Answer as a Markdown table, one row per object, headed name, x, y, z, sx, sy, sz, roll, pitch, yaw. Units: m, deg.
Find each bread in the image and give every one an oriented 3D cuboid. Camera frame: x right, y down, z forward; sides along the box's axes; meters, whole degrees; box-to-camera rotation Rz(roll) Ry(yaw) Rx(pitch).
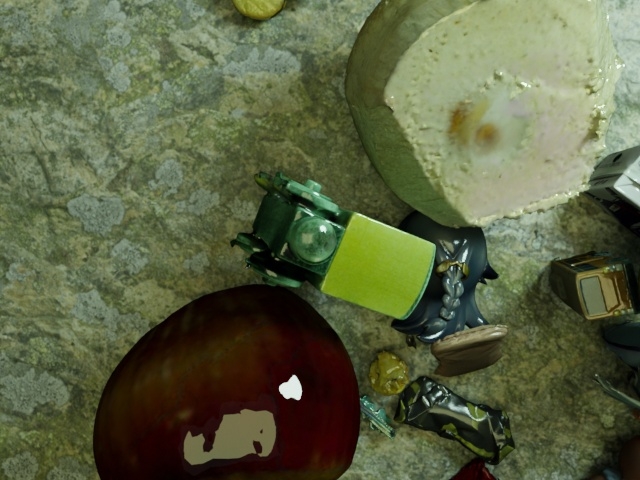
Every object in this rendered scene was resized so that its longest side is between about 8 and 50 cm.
| name | x | y | z | sx | sy | sz | roll | pitch | yaw |
| --- | --- | --- | --- | --- | --- | --- | --- | --- | --- |
| bread | -0.086 | -0.494 | 0.924 | 0.188 | 0.065 | 0.149 | 13 | 104 | 2 |

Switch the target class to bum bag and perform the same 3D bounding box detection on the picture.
| name | x | y | z | sx | sy | sz | roll | pitch | yaw |
| --- | --- | --- | --- | --- | --- | --- | --- | --- | --- |
| bum bag | 0.261 | 0.343 | 0.919 | 0.233 | 0.060 | 0.106 | 22 | 88 | 4 |

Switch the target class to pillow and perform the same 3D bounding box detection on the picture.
| name | x | y | z | sx | sy | sz | roll | pitch | yaw |
| --- | --- | --- | --- | --- | --- | --- | --- | --- | --- |
| pillow | 0.264 | 0.199 | 0.855 | 0.135 | 0.211 | 0.034 | -14 | 58 | 7 |

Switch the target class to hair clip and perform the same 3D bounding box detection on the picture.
| name | x | y | z | sx | sy | sz | roll | pitch | yaw |
| --- | --- | --- | --- | --- | --- | --- | --- | --- | --- |
| hair clip | 0.081 | 0.322 | 0.945 | 0.173 | 0.049 | 0.049 | 42 | 95 | -2 |

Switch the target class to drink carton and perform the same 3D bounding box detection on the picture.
| name | x | y | z | sx | sy | sz | roll | pitch | yaw |
| --- | --- | --- | --- | --- | --- | --- | --- | --- | --- |
| drink carton | 0.593 | -0.062 | 0.837 | 0.222 | 0.134 | 0.102 | 39 | 97 | 3 |

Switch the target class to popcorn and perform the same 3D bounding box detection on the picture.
| name | x | y | z | sx | sy | sz | roll | pitch | yaw |
| --- | --- | --- | --- | --- | --- | --- | --- | --- | --- |
| popcorn | 0.142 | 0.259 | 0.934 | 0.084 | 0.084 | 0.084 | 0 | 92 | 5 |

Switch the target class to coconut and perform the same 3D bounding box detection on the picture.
| name | x | y | z | sx | sy | sz | roll | pitch | yaw |
| --- | --- | --- | --- | --- | --- | --- | --- | --- | --- |
| coconut | 0.228 | -0.245 | 0.769 | 0.405 | 0.404 | 0.404 | 0 | 92 | 5 |

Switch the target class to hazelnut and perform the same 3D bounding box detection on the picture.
| name | x | y | z | sx | sy | sz | roll | pitch | yaw |
| --- | --- | --- | --- | --- | --- | --- | --- | --- | --- |
| hazelnut | -0.139 | 0.289 | 0.816 | 0.429 | 0.402 | 0.402 | -31 | 89 | 8 |

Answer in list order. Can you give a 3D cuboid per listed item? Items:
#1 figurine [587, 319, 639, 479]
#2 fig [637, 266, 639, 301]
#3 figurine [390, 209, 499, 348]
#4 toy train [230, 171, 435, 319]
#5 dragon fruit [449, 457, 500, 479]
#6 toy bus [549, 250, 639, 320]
| name | x | y | z | sx | sy | sz | roll | pitch | yaw |
| --- | --- | --- | --- | --- | --- | --- | --- | --- | --- |
| figurine | 0.591 | 0.349 | 0.805 | 0.248 | 0.277 | 0.387 | -11 | 94 | -18 |
| fig | 0.574 | 0.038 | 0.663 | 0.240 | 0.239 | 0.271 | 9 | 68 | 5 |
| figurine | 0.211 | 0.070 | 0.867 | 0.175 | 0.197 | 0.264 | -9 | 88 | -30 |
| toy train | 0.000 | 0.000 | 0.789 | 0.253 | 0.397 | 0.160 | 21 | 92 | -16 |
| dragon fruit | 0.255 | 0.615 | 0.849 | 0.329 | 0.228 | 0.286 | -35 | 90 | 4 |
| toy bus | 0.468 | 0.075 | 0.835 | 0.103 | 0.182 | 0.091 | -15 | 91 | 14 |
